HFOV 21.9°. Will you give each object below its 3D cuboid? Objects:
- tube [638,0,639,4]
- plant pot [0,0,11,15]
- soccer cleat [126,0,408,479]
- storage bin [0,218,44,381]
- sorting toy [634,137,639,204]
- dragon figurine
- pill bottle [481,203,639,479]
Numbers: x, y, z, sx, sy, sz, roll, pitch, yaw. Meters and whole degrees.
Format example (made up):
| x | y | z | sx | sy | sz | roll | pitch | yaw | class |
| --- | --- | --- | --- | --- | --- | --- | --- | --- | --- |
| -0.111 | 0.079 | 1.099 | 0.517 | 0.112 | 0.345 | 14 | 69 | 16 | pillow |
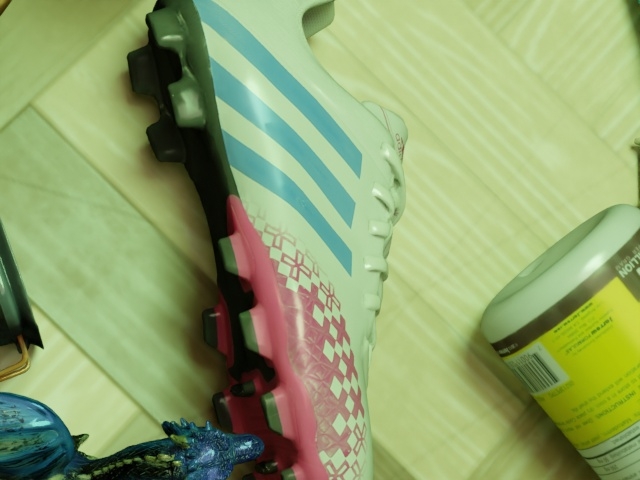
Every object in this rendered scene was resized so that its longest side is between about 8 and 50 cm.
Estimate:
| x | y | z | sx | sy | sz | roll | pitch | yaw | class |
| --- | --- | --- | --- | --- | --- | --- | --- | --- | --- |
| 0.239 | -0.142 | 1.058 | 0.080 | 0.052 | 0.207 | 1 | 59 | -25 | tube |
| -0.281 | -0.176 | 0.823 | 0.291 | 0.203 | 0.291 | 5 | 74 | -16 | plant pot |
| 0.000 | 0.000 | 0.914 | 0.143 | 0.116 | 0.331 | -12 | 80 | -20 | soccer cleat |
| -0.196 | 0.031 | 0.842 | 0.091 | 0.135 | 0.098 | -20 | 83 | -10 | storage bin |
| 0.239 | -0.022 | 1.045 | 0.075 | 0.045 | 0.083 | 12 | 72 | -35 | sorting toy |
| -0.167 | 0.122 | 0.813 | 0.289 | 0.144 | 0.085 | 7 | 74 | -16 | dragon figurine |
| 0.200 | 0.092 | 0.954 | 0.117 | 0.117 | 0.215 | -40 | 91 | -23 | pill bottle |
